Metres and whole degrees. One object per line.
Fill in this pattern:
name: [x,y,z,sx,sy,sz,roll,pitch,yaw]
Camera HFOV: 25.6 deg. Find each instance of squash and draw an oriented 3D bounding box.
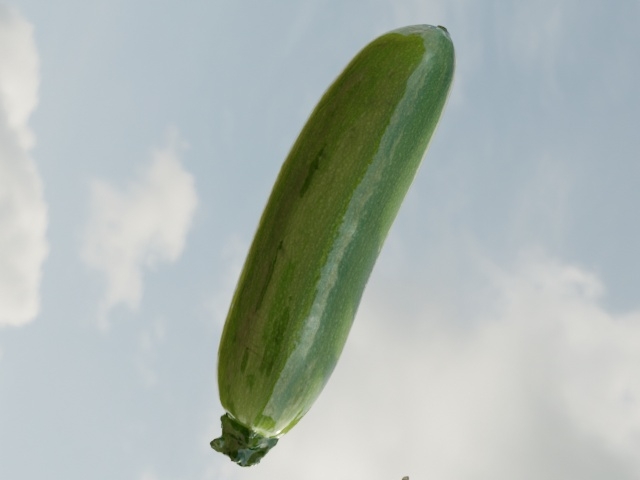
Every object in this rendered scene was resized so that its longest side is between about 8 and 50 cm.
squash: [0.000,0.000,1.138,0.107,0.107,0.395,32,-80,60]

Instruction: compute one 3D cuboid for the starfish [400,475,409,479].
starfish: [0.087,0.338,1.399,0.138,0.050,0.247,-40,-103,-2]
